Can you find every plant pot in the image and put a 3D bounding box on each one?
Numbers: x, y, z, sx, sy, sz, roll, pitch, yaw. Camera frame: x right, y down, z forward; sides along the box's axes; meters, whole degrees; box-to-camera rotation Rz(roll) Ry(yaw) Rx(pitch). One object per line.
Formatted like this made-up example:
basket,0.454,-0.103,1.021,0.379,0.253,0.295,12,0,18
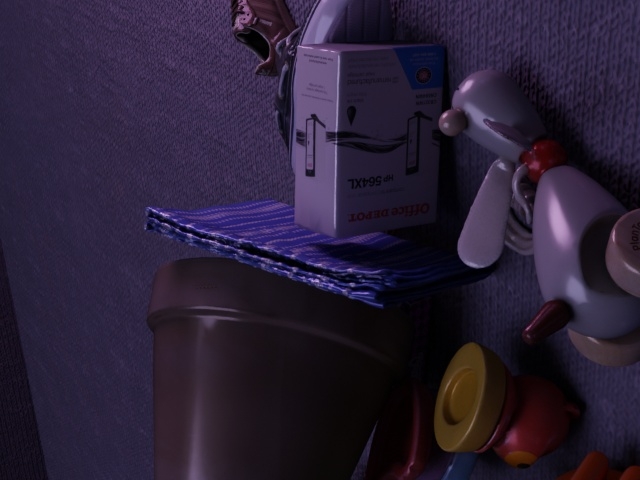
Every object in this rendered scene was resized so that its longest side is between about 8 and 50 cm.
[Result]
plant pot,-0.069,0.203,1.460,0.323,0.323,0.280,-30,45,62

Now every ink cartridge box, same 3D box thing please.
ink cartridge box,0.054,-0.114,1.376,0.086,0.148,0.203,20,114,52

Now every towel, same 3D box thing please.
towel,0.000,0.000,1.403,0.336,0.243,0.040,17,105,33

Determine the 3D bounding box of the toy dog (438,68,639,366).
toy dog,0.197,-0.013,1.168,0.333,0.161,0.220,43,146,50

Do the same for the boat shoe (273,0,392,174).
boat shoe,-0.008,-0.200,1.498,0.119,0.121,0.335,52,149,25

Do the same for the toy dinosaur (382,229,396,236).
toy dinosaur,0.057,0.013,1.563,0.112,0.064,0.211,10,86,52

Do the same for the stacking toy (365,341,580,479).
stacking toy,0.160,0.280,1.418,0.309,0.130,0.279,143,142,-67

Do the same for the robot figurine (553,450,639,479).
robot figurine,0.285,0.325,1.301,0.128,0.158,0.219,-102,9,-58

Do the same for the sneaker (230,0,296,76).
sneaker,-0.088,-0.298,1.634,0.188,0.071,0.066,61,151,17

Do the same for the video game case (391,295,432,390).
video game case,0.063,0.116,1.661,0.210,0.042,0.232,41,141,43
